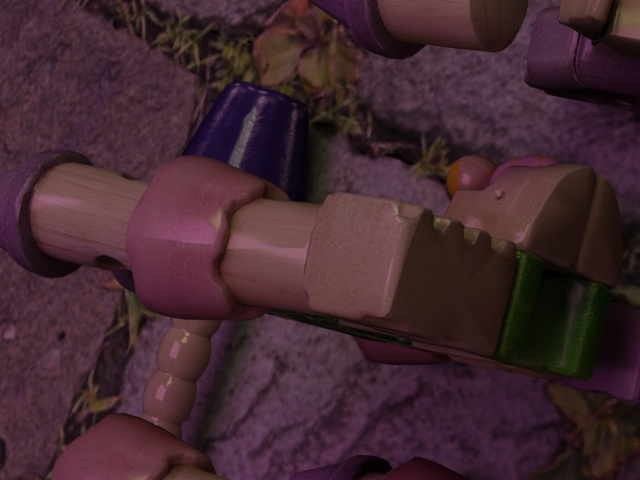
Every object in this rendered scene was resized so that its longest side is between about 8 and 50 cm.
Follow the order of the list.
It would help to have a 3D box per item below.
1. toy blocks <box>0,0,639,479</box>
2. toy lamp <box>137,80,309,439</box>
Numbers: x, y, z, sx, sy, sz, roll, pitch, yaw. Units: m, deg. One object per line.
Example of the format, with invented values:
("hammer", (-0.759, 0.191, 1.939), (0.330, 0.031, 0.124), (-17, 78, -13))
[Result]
("toy blocks", (0.000, 0.000, 0.770), (0.260, 0.288, 0.309), (11, 86, 37))
("toy lamp", (-0.073, 0.046, 0.963), (0.080, 0.080, 0.275), (18, 86, 43))
